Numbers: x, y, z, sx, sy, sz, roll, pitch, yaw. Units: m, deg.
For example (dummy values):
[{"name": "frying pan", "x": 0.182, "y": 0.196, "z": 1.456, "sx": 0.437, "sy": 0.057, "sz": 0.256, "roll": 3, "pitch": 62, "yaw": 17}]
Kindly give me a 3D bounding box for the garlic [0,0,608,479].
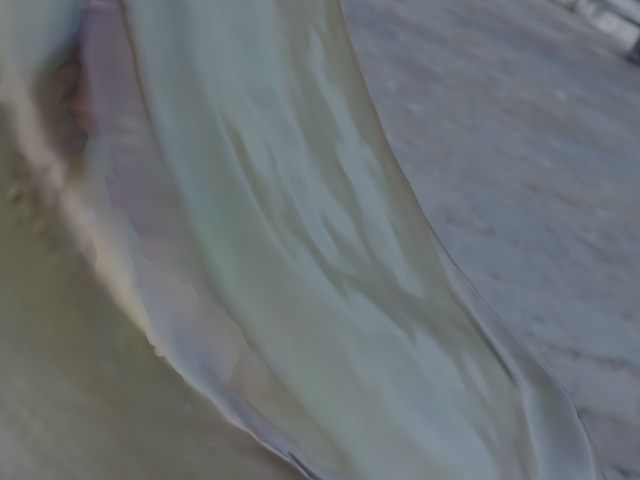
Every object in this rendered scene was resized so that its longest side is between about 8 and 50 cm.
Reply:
[{"name": "garlic", "x": -0.005, "y": 0.016, "z": 0.515, "sx": 0.196, "sy": 0.151, "sz": 0.338, "roll": -30, "pitch": 79, "yaw": -21}]
